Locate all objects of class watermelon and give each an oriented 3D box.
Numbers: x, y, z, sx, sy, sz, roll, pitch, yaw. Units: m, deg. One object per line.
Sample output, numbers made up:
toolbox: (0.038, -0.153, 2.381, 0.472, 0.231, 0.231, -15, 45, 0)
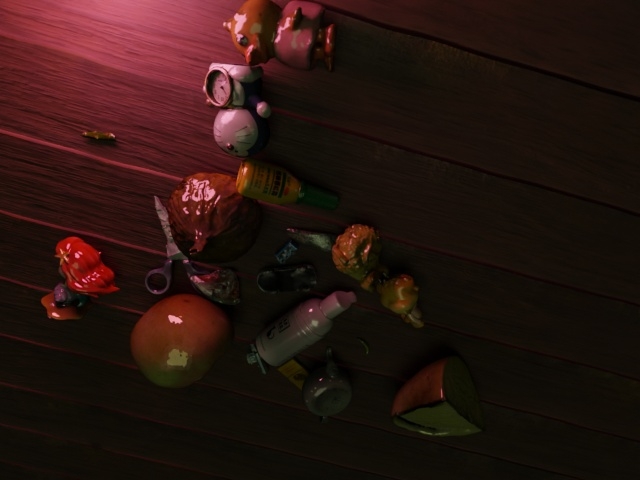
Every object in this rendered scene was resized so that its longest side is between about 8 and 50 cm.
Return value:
watermelon: (-0.341, 0.153, 1.438, 0.187, 0.071, 0.139, 32, 101, -26)

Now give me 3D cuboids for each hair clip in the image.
hair clip: (0.000, 0.001, 1.357, 0.229, 0.036, 0.066, 15, 111, -3)

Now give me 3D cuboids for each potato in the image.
potato: (0.401, 0.563, 1.540, 0.280, 0.213, 0.330, -26, 128, 33)

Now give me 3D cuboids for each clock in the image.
clock: (-0.212, -0.344, 1.135, 0.199, 0.146, 0.243, 14, 118, 25)

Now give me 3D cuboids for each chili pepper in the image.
chili pepper: (0.161, 0.388, 1.552, 0.030, 0.017, 0.083, -18, 115, 16)

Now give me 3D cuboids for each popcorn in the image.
popcorn: (0.130, 0.048, 1.308, 0.195, 0.168, 0.173, 46, 145, -21)

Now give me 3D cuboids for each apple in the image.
apple: (-0.467, 0.325, 1.417, 0.277, 0.319, 0.319, 45, 113, -7)

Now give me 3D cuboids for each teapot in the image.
teapot: (0.023, 0.555, 1.579, 0.193, 0.129, 0.294, 2, 115, -16)

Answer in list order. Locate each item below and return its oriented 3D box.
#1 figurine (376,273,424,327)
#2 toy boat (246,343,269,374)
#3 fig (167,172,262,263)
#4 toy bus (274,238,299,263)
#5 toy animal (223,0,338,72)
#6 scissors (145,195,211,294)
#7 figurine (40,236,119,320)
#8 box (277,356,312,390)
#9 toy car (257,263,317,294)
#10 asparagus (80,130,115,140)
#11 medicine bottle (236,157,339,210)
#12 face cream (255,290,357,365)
figurine: (0.273, 0.196, 1.377, 0.131, 0.156, 0.246, -22, 126, 19)
toy boat: (-0.240, 0.446, 1.593, 0.066, 0.059, 0.140, -19, 113, -5)
fig: (-0.323, -0.042, 1.188, 0.286, 0.369, 0.286, 1, 107, 2)
toy bus: (-0.111, 0.037, 1.384, 0.046, 0.038, 0.083, 43, 111, -11)
toy animal: (-0.099, -0.509, 1.039, 0.281, 0.195, 0.169, 1, 77, 0)
scissors: (-0.476, 0.023, 1.415, 0.256, 0.029, 0.383, 3, 116, -1)
figurine: (-0.811, 0.132, 1.433, 0.208, 0.181, 0.257, 45, 117, 27)
box: (-0.083, 0.520, 1.640, 0.087, 0.023, 0.155, -38, 108, 18)
toy car: (-0.113, 0.127, 1.421, 0.205, 0.056, 0.095, -5, 117, 12)
asparagus: (-0.662, -0.313, 1.263, 0.108, 0.021, 0.025, 6, 113, 3)
medicine bottle: (-0.089, -0.150, 1.231, 0.309, 0.076, 0.111, 14, 88, -23)
face cream: (-0.046, 0.280, 1.445, 0.369, 0.145, 0.145, -39, 108, 21)
